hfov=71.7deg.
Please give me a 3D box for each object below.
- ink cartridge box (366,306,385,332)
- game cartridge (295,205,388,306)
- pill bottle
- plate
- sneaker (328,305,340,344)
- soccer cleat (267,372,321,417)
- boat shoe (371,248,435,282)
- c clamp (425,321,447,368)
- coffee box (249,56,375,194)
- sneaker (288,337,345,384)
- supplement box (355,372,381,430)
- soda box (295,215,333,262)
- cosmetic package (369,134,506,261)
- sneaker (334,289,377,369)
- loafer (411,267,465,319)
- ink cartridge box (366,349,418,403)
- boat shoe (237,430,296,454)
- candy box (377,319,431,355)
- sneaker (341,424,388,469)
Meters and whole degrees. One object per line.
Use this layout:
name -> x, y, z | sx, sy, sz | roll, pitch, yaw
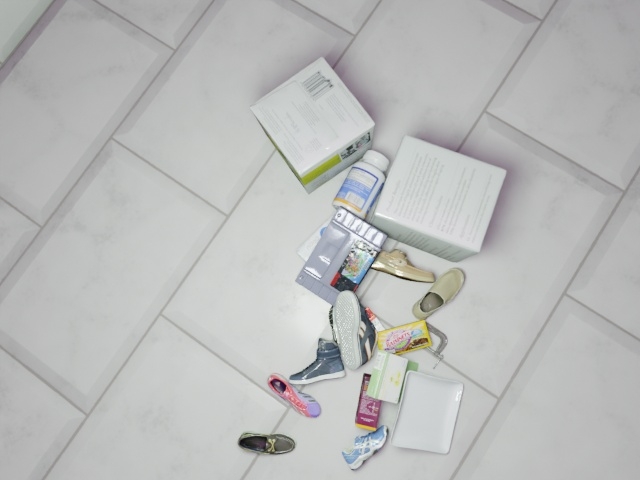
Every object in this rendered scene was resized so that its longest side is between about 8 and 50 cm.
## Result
ink cartridge box -> 0.204, 0.333, 1.798 | 0.063, 0.029, 0.115 | -35, 81, -2
game cartridge -> 0.082, 0.073, 1.742 | 0.230, 0.068, 0.355 | 33, 101, 10
pill bottle -> 0.174, -0.228, 1.826 | 0.152, 0.152, 0.272 | 28, 83, 7
plate -> 0.400, 0.651, 1.686 | 0.278, 0.045, 0.277 | 18, 82, -22
sneaker -> 0.079, 0.336, 1.800 | 0.073, 0.063, 0.162 | -9, 84, -17
soccer cleat -> -0.108, 0.614, 1.740 | 0.248, 0.095, 0.083 | 37, 85, 8
boat shoe -> 0.301, 0.086, 1.784 | 0.341, 0.121, 0.110 | 17, 83, 7
c clamp -> 0.435, 0.411, 1.776 | 0.160, 0.022, 0.137 | 40, 86, 8
coffee box -> -0.022, -0.440, 1.777 | 0.338, 0.334, 0.338 | -35, 82, 0
sneaker -> -0.025, 0.474, 1.755 | 0.226, 0.086, 0.163 | -11, 90, -6
supplement box -> 0.190, 0.622, 1.716 | 0.080, 0.104, 0.188 | 11, 82, 4
soda box -> 0.000, 0.000, 1.842 | 0.216, 0.069, 0.074 | -44, 82, -3
cosmetic package -> 0.430, -0.147, 1.710 | 0.393, 0.327, 0.329 | 22, 83, 6
sneaker -> 0.140, 0.333, 1.724 | 0.127, 0.126, 0.321 | -17, 110, -37
loafer -> 0.480, 0.215, 1.768 | 0.102, 0.092, 0.268 | 43, 86, 8
ink cartridge box -> 0.293, 0.527, 1.679 | 0.235, 0.056, 0.171 | 25, 77, -30
boat shoe -> -0.210, 0.796, 1.730 | 0.227, 0.069, 0.081 | 3, 82, 4
candy box -> 0.327, 0.391, 1.758 | 0.205, 0.027, 0.105 | -16, 83, 1
sneaker -> 0.174, 0.784, 1.705 | 0.211, 0.080, 0.081 | -42, 84, -5
